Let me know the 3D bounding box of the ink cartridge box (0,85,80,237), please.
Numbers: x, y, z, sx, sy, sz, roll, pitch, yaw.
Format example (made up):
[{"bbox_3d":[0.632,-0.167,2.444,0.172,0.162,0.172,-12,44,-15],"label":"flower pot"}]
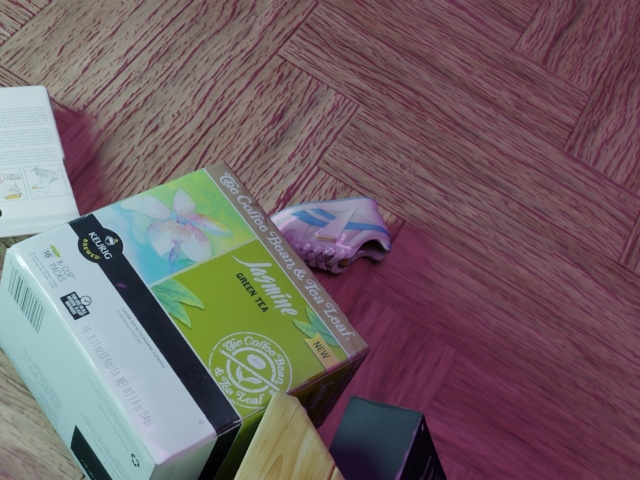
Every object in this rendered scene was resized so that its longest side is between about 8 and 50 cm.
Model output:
[{"bbox_3d":[-0.497,-0.089,1.605,0.296,0.066,0.261,-7,59,-24],"label":"ink cartridge box"}]

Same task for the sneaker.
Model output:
[{"bbox_3d":[0.000,0.000,1.719,0.228,0.087,0.092,-12,63,-25],"label":"sneaker"}]

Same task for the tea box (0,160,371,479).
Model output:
[{"bbox_3d":[-0.179,0.127,1.471,0.323,0.220,0.329,-26,67,-34],"label":"tea box"}]

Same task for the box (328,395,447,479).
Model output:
[{"bbox_3d":[0.052,0.345,1.387,0.103,0.184,0.261,12,58,21],"label":"box"}]

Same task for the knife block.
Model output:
[{"bbox_3d":[-0.079,0.312,1.222,0.242,0.088,0.276,-14,50,-25],"label":"knife block"}]
